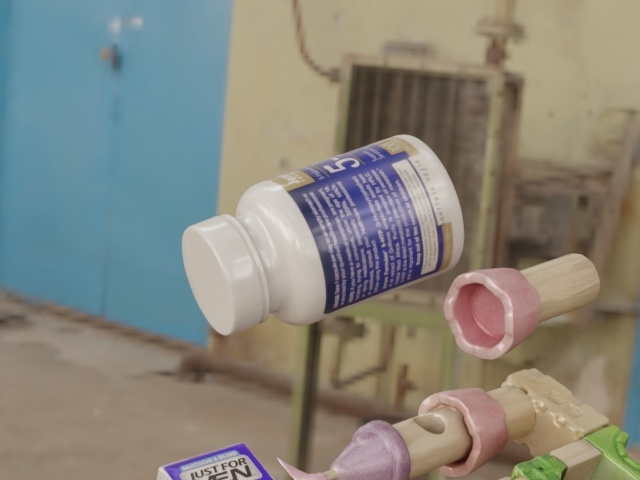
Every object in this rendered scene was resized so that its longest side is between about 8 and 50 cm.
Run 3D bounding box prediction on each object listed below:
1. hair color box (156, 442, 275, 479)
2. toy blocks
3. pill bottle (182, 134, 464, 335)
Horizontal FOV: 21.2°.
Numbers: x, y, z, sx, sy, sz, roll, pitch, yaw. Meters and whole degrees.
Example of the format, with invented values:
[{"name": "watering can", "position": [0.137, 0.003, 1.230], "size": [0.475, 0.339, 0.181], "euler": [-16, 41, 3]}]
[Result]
[{"name": "hair color box", "position": [-0.041, 0.372, 1.606], "size": [0.110, 0.185, 0.339], "euler": [-11, 41, -33]}, {"name": "toy blocks", "position": [0.152, 0.215, 1.220], "size": [0.260, 0.309, 0.289], "euler": [-17, 42, -41]}, {"name": "pill bottle", "position": [0.000, 0.000, 1.255], "size": [0.187, 0.112, 0.112], "euler": [-20, 17, -23]}]
